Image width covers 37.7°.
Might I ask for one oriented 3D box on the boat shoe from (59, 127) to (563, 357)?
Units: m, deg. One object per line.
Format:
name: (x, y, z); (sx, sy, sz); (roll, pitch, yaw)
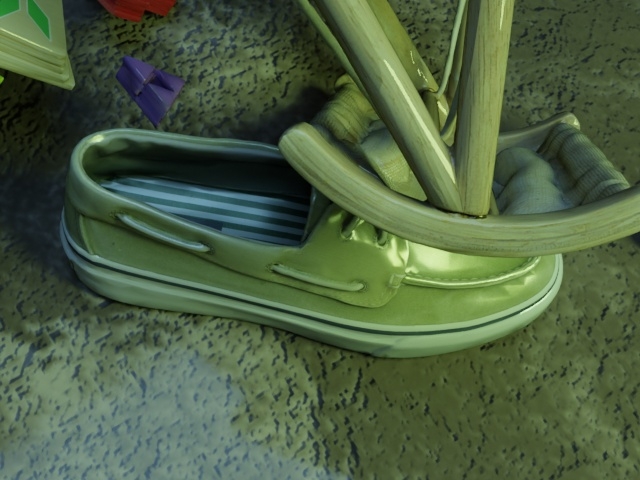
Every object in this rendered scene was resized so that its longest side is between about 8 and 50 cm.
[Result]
boat shoe: (0.000, 0.000, 0.541); (0.303, 0.094, 0.109); (4, 60, -7)

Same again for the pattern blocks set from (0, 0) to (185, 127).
pattern blocks set: (-0.218, -0.160, 0.512); (0.325, 0.026, 0.285); (26, 33, -29)

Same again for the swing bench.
swing bench: (0.054, -0.133, 0.495); (0.165, 0.253, 0.254); (-12, 103, 9)
